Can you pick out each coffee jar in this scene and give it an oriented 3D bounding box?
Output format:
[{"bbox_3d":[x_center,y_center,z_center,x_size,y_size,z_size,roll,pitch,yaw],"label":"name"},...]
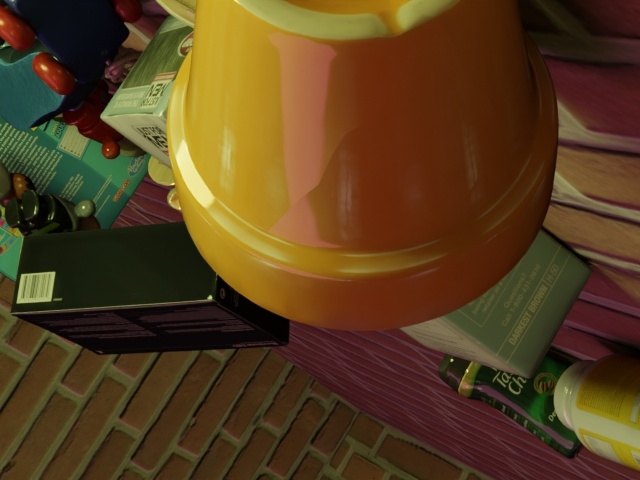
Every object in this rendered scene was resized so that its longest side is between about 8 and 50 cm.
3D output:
[{"bbox_3d":[0.228,0.160,1.547,0.184,0.096,0.079,29,168,17],"label":"coffee jar"}]

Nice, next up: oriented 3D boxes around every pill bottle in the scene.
[{"bbox_3d":[0.300,0.162,1.289,0.103,0.103,0.184,36,171,-22],"label":"pill bottle"}]

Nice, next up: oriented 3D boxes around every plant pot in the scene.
[{"bbox_3d":[0.018,-0.088,0.671,0.205,0.205,0.188,29,156,19],"label":"plant pot"}]

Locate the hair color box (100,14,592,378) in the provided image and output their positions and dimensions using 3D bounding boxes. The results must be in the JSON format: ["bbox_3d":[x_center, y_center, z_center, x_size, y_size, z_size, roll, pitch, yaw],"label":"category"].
[{"bbox_3d":[0.020,-0.039,1.127,0.374,0.113,0.185,35,170,-21],"label":"hair color box"}]

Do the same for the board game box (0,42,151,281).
[{"bbox_3d":[-0.405,-0.104,1.775,0.079,0.254,0.336,23,167,49],"label":"board game box"}]

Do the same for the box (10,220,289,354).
[{"bbox_3d":[-0.187,0.058,1.563,0.261,0.103,0.184,-5,157,24],"label":"box"}]

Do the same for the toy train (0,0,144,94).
[{"bbox_3d":[-0.232,-0.201,1.186,0.143,0.105,0.248,40,174,21],"label":"toy train"}]

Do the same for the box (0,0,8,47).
[{"bbox_3d":[-0.413,-0.298,1.384,0.183,0.056,0.231,30,171,10],"label":"box"}]

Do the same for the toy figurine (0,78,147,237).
[{"bbox_3d":[-0.320,-0.103,1.635,0.213,0.209,0.148,24,180,32],"label":"toy figurine"}]

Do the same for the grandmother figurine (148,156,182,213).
[{"bbox_3d":[-0.082,-0.024,1.592,0.208,0.104,0.342,21,167,27],"label":"grandmother figurine"}]

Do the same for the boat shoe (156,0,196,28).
[{"bbox_3d":[-0.053,-0.161,0.935,0.135,0.050,0.045,22,167,2],"label":"boat shoe"}]

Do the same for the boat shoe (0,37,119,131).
[{"bbox_3d":[-0.285,-0.170,1.473,0.258,0.089,0.109,12,127,56],"label":"boat shoe"}]
